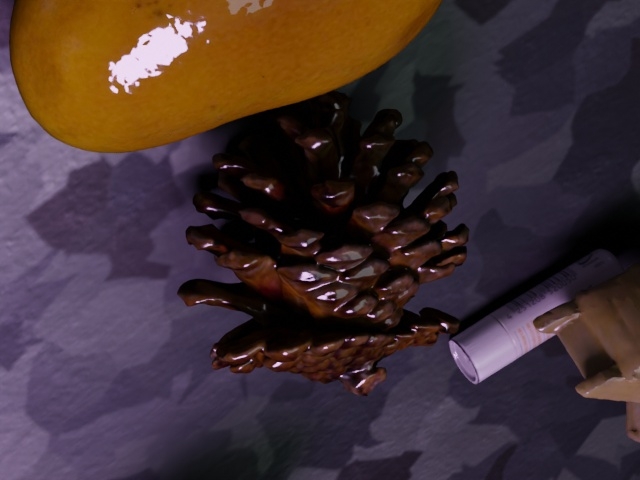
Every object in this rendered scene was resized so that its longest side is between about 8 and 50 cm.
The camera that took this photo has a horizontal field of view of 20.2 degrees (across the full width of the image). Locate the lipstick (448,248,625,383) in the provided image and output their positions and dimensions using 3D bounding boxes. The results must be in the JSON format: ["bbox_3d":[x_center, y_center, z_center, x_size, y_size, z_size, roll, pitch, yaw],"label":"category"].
[{"bbox_3d":[0.163,0.054,1.336,0.141,0.040,0.040,-31,137,-13],"label":"lipstick"}]

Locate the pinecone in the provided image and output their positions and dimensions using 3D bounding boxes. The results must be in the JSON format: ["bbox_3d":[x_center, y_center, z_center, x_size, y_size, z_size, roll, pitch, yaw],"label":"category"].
[{"bbox_3d":[0.002,0.003,1.094,0.179,0.150,0.195,-10,128,-30],"label":"pinecone"}]

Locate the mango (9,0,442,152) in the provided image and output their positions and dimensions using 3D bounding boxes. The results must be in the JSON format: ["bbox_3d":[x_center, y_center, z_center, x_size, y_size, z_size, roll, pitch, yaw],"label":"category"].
[{"bbox_3d":[-0.047,-0.146,0.948,0.254,0.139,0.175,-24,128,-10],"label":"mango"}]

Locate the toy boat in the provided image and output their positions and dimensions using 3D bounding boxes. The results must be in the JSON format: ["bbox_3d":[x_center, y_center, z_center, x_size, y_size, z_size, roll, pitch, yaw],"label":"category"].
[{"bbox_3d":[0.330,0.105,1.421,0.445,0.136,0.162,15,127,-46],"label":"toy boat"}]
